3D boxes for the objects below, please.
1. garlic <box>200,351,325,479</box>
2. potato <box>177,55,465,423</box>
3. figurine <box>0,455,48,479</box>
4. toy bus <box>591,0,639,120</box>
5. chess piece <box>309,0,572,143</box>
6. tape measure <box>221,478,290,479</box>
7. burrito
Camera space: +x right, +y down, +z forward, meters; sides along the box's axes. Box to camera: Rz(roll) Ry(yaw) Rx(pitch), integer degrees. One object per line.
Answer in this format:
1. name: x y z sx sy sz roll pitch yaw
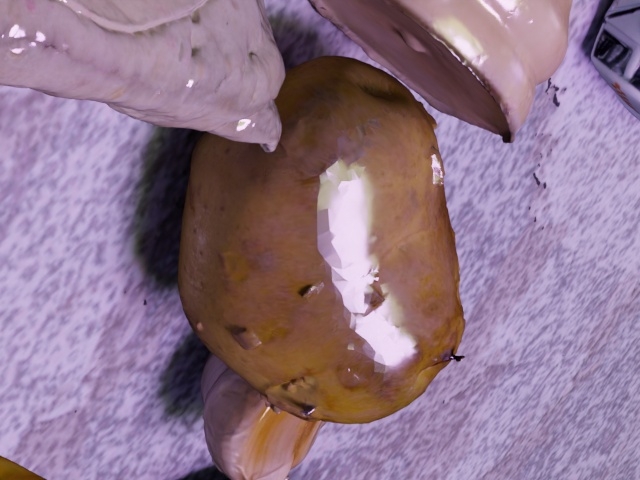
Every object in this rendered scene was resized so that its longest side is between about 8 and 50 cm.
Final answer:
1. garlic: -0.019 0.073 0.981 0.113 0.074 0.094 -27 158 -47
2. potato: 0.000 0.000 0.878 0.137 0.137 0.176 -29 122 -37
3. figurine: -0.202 0.138 0.750 0.246 0.131 0.156 -1 85 -38
4. toy bus: 0.222 -0.098 1.135 0.089 0.087 0.194 -52 152 8
5. chess piece: 0.125 -0.203 0.850 0.139 0.124 0.307 38 86 -32
6. tape measure: -0.050 0.263 1.081 0.256 0.147 0.275 -49 153 -8
7. burrito: -0.095 -0.085 0.693 0.059 0.082 0.275 -31 159 27
